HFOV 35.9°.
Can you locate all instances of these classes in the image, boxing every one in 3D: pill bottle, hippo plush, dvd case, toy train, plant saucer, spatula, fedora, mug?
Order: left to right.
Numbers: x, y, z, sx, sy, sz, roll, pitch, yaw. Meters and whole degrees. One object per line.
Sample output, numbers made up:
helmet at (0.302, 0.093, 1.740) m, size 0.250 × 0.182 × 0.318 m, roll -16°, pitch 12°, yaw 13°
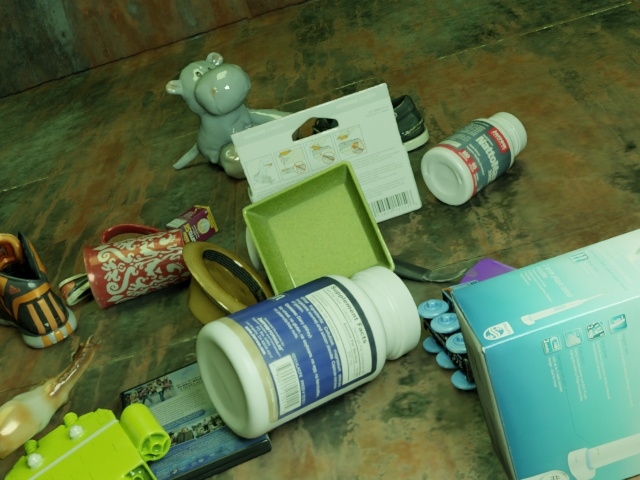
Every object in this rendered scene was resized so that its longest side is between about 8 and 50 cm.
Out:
mug at (-0.316, 0.026, 1.712) m, size 0.169 × 0.150 × 0.113 m, roll -15°, pitch -12°, yaw -2°
dvd case at (-0.175, 0.240, 1.324) m, size 0.180 × 0.022 × 0.253 m, roll -22°, pitch 26°, yaw -6°
fedora at (-0.149, 0.085, 1.499) m, size 0.079 × 0.194 × 0.194 m, roll -50°, pitch 20°, yaw 16°
hippo plush at (-0.192, -0.291, 2.135) m, size 0.234 × 0.236 × 0.294 m, roll -34°, pitch 30°, yaw -29°
pill bottle at (-0.020, -0.008, 1.607) m, size 0.187 × 0.112 × 0.112 m, roll -13°, pitch 26°, yaw 13°
pill bottle at (-0.011, 0.133, 1.261) m, size 0.265 × 0.153 × 0.153 m, roll -21°, pitch 24°, yaw -29°
plant saucer at (0.000, 0.000, 1.519) m, size 0.188 × 0.188 × 0.045 m, roll -25°, pitch -10°, yaw 12°
spatula at (0.175, 0.050, 1.457) m, size 0.296 × 0.030 × 0.084 m, roll 8°, pitch 39°, yaw 43°
toy train at (0.194, 0.119, 1.257) m, size 0.105 × 0.080 × 0.184 m, roll -17°, pitch 25°, yaw -10°
pill bottle at (0.269, -0.147, 1.695) m, size 0.180 × 0.108 × 0.108 m, roll -36°, pitch 30°, yaw -30°

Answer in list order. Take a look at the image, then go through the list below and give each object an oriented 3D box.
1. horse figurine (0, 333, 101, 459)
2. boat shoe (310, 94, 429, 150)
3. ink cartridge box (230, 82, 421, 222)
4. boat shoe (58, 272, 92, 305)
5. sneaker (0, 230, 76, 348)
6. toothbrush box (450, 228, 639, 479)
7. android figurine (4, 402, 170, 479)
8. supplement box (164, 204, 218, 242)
horse figurine at (-0.411, 0.242, 1.333) m, size 0.174 × 0.066 × 0.263 m, roll -36°, pitch 2°, yaw 32°
boat shoe at (0.038, -0.209, 1.963) m, size 0.340 × 0.113 × 0.127 m, roll -12°, pitch 27°, yaw 14°
ink cartridge box at (0.009, -0.122, 1.666) m, size 0.275 × 0.238 × 0.060 m, roll -19°, pitch 26°, yaw -1°
boat shoe at (-0.402, 0.074, 1.782) m, size 0.137 × 0.049 × 0.043 m, roll -24°, pitch 66°, yaw -25°
sneaker at (-0.540, 0.059, 1.741) m, size 0.125 × 0.180 × 0.321 m, roll -34°, pitch 30°, yaw -29°
toothbrush box at (0.310, 0.120, 1.017) m, size 0.296 × 0.216 × 0.126 m, roll -19°, pitch 26°, yaw 1°
android figurine at (-0.306, 0.298, 1.233) m, size 0.248 × 0.056 × 0.273 m, roll -34°, pitch 28°, yaw -13°
supplement box at (-0.241, -0.023, 1.850) m, size 0.043 × 0.055 × 0.083 m, roll 10°, pitch 38°, yaw 45°
